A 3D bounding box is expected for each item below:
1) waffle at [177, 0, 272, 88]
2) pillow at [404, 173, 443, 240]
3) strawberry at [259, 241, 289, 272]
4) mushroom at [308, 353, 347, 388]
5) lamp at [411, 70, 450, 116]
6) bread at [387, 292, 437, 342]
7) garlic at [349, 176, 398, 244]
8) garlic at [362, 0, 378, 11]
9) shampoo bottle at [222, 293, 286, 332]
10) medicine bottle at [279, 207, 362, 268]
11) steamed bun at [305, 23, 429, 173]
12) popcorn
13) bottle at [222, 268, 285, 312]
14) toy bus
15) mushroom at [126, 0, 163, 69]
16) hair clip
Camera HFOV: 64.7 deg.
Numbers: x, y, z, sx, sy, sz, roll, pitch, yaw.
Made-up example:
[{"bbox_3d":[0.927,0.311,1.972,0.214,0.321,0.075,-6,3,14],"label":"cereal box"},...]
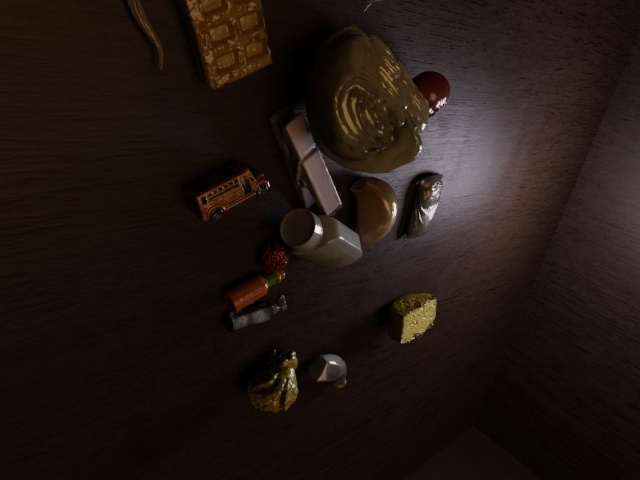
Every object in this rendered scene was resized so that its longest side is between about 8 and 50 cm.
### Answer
[{"bbox_3d":[-0.198,-0.460,1.012,0.168,0.057,0.274,-34,136,-25],"label":"waffle"},{"bbox_3d":[0.392,-0.122,1.865,0.169,0.059,0.255,-19,127,-41],"label":"pillow"},{"bbox_3d":[-0.131,0.048,1.420,0.083,0.083,0.096,17,109,-50],"label":"strawberry"},{"bbox_3d":[0.048,0.489,1.892,0.118,0.103,0.270,-54,147,-4],"label":"mushroom"},{"bbox_3d":[0.288,-0.422,1.480,0.182,0.140,0.182,-34,180,0],"label":"lamp"},{"bbox_3d":[0.354,0.307,2.058,0.260,0.147,0.160,-26,123,-38],"label":"bread"},{"bbox_3d":[0.164,-0.090,1.612,0.164,0.145,0.245,-2,124,-9],"label":"garlic"},{"bbox_3d":[0.168,-0.642,1.264,0.152,0.066,0.084,-41,141,-23],"label":"garlic"},{"bbox_3d":[-0.186,0.212,1.487,0.207,0.057,0.063,-13,117,-43],"label":"shampoo bottle"},{"bbox_3d":[0.000,0.000,1.433,0.161,0.111,0.296,-18,161,22],"label":"medicine bottle"},{"bbox_3d":[0.096,-0.322,1.253,0.247,0.352,0.339,-32,129,34],"label":"steamed bun"},{"bbox_3d":[-0.150,0.451,1.625,0.173,0.168,0.195,41,46,-40],"label":"popcorn"},{"bbox_3d":[-0.181,0.132,1.427,0.187,0.069,0.069,-29,134,-29],"label":"bottle"},{"bbox_3d":[-0.219,-0.126,1.198,0.194,0.083,0.088,-33,135,-26],"label":"toy bus"},{"bbox_3d":[-0.314,-0.467,0.904,0.068,0.043,0.306,7,116,-8],"label":"mushroom"},{"bbox_3d":[-0.037,-0.200,1.334,0.085,0.101,0.331,-38,136,-17],"label":"hair clip"}]
